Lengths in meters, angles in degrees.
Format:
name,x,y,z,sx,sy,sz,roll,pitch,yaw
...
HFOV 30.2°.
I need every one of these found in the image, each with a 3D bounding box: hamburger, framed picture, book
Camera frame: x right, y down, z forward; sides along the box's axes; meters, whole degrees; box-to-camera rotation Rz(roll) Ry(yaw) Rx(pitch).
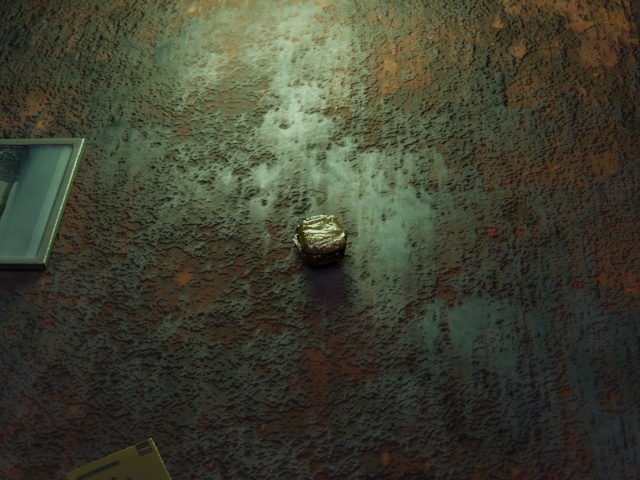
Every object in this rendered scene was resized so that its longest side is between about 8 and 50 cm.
name,x,y,z,sx,sy,sz,roll,pitch,yaw
hamburger,0.000,0.000,1.727,0.076,0.044,0.083,-9,46,-7
framed picture,-0.498,-0.062,1.852,0.213,0.016,0.289,1,45,6
book,-0.229,0.326,1.436,0.118,0.012,0.172,-21,46,-17
